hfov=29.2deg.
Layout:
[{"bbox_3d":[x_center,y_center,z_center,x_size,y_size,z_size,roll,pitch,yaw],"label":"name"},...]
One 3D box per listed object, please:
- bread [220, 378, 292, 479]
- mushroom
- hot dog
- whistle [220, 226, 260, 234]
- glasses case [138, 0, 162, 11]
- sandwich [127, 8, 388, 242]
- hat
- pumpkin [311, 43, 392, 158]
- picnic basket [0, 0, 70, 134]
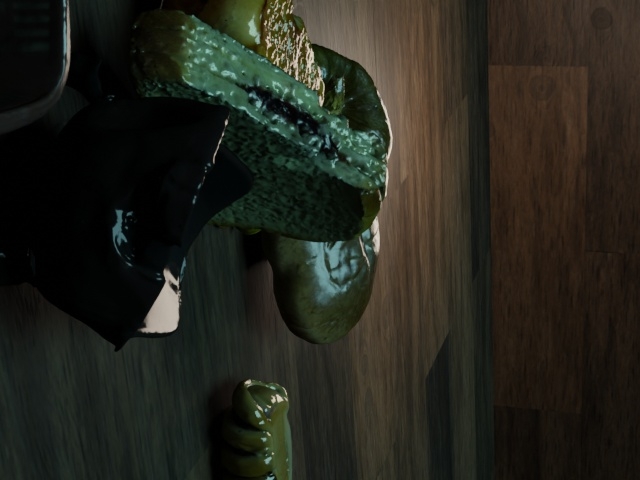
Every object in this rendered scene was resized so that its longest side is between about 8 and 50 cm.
[{"bbox_3d":[-0.085,0.287,1.600,0.134,0.081,0.225,-46,135,-71],"label":"bread"},{"bbox_3d":[0.000,0.000,1.699,0.278,0.146,0.278,-2,90,-66],"label":"mushroom"},{"bbox_3d":[-0.098,-0.198,1.351,0.256,0.153,0.150,65,38,-56],"label":"hot dog"},{"bbox_3d":[-0.113,-0.045,1.540,0.046,0.057,0.109,52,3,36],"label":"whistle"},{"bbox_3d":[-0.183,-0.273,1.284,0.083,0.023,0.033,70,33,-53],"label":"glasses case"},{"bbox_3d":[-0.057,-0.111,1.261,0.288,0.254,0.099,85,14,-58],"label":"sandwich"},{"bbox_3d":[-0.197,-0.035,1.132,0.336,0.209,0.238,78,36,-84],"label":"hat"},{"bbox_3d":[-0.006,-0.153,1.544,0.162,0.219,0.219,-43,-156,51],"label":"pumpkin"},{"bbox_3d":[-0.282,-0.217,0.829,0.222,0.129,0.296,-31,122,-66],"label":"picnic basket"}]
